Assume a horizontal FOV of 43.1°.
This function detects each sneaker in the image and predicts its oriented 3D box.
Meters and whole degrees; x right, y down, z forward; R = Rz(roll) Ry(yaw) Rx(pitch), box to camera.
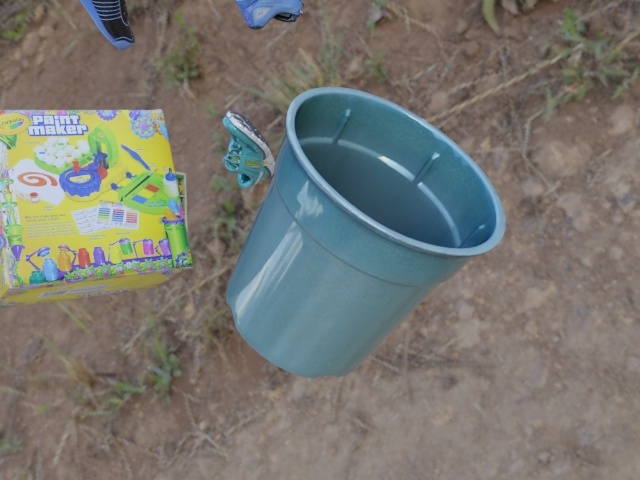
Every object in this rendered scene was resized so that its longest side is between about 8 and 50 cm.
[{"bbox_3d":[-0.176,-0.202,1.896,0.110,0.107,0.275,-36,-25,-6],"label":"sneaker"},{"bbox_3d":[-0.433,-0.494,1.672,0.090,0.232,0.081,-22,52,9],"label":"sneaker"},{"bbox_3d":[-0.089,-0.613,1.961,0.130,0.147,0.330,19,48,35],"label":"sneaker"}]

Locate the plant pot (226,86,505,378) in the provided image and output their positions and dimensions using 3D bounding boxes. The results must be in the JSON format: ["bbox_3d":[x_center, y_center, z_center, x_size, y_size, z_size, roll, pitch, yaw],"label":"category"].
[{"bbox_3d":[0.035,0.008,1.204,0.334,0.341,0.341,-57,6,35],"label":"plant pot"}]

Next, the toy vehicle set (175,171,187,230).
[{"bbox_3d":[-0.446,-0.109,2.144,0.035,0.166,0.267,-4,-3,26],"label":"toy vehicle set"}]

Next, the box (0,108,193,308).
[{"bbox_3d":[-0.395,-0.055,1.322,0.290,0.279,0.177,-5,-12,-33],"label":"box"}]
